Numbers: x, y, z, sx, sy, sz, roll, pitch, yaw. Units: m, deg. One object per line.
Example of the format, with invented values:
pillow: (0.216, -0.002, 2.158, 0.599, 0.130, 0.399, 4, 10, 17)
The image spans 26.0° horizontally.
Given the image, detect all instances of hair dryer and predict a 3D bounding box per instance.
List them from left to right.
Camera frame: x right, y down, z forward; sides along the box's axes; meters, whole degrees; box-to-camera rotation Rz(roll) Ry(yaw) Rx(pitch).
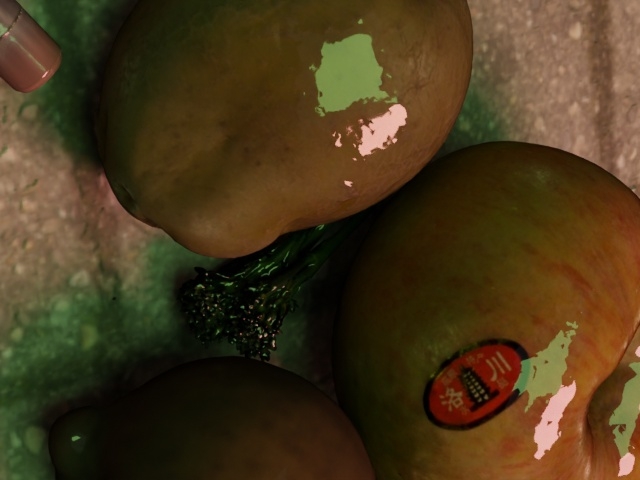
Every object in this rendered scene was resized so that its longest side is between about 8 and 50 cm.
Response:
hair dryer: (-0.203, -0.086, 0.765, 0.114, 0.037, 0.063, -45, 123, -4)

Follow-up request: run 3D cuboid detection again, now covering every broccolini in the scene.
broccolini: (-0.002, 0.006, 0.899, 0.201, 0.074, 0.058, -35, 154, -31)

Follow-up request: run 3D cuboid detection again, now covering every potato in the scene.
potato: (-0.021, -0.091, 0.801, 0.235, 0.160, 0.178, -42, 82, 1)

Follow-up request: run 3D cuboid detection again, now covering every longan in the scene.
longan: (-0.069, 0.155, 0.837, 0.204, 0.159, 0.185, 25, 110, -11)

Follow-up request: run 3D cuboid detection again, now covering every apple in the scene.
apple: (0.123, 0.068, 0.895, 0.261, 0.194, 0.261, -22, 123, -39)
